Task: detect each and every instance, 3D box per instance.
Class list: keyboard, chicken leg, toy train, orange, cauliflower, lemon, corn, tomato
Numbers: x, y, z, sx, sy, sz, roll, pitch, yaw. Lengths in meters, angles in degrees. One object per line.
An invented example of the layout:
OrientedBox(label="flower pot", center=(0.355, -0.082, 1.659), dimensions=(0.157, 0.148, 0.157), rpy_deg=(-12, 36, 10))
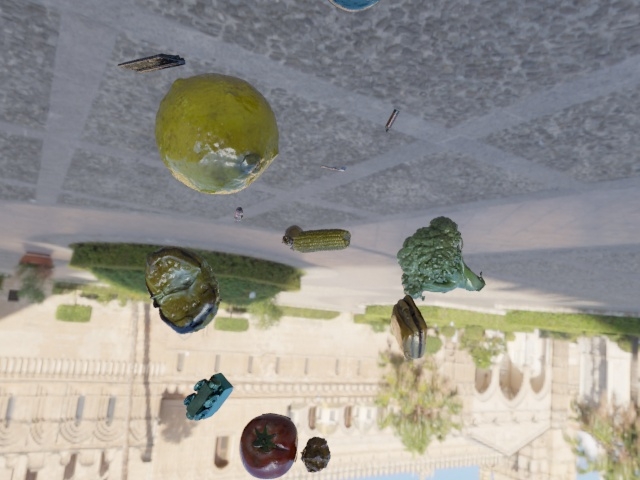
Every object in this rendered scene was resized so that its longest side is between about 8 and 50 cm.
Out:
OrientedBox(label="keyboard", center=(-0.364, -0.380, 1.038), dimensions=(0.195, 0.018, 0.060), rpy_deg=(10, -170, 42))
OrientedBox(label="chicken leg", center=(-0.129, -0.006, 2.099), dimensions=(0.085, 0.101, 0.207), rpy_deg=(33, -165, 3))
OrientedBox(label="toy train", center=(-0.430, 0.602, 1.859), dimensions=(0.107, 0.198, 0.154), rpy_deg=(42, -165, 23))
OrientedBox(label="orange", center=(-0.545, 0.193, 2.003), dimensions=(0.270, 0.369, 0.210), rpy_deg=(-30, 171, 14))
OrientedBox(label="cauliflower", center=(0.389, 0.080, 1.667), dimensions=(0.260, 0.327, 0.281), rpy_deg=(13, 149, 51))
OrientedBox(label="lemon", center=(-0.293, -0.300, 1.400), dimensions=(0.349, 0.350, 0.387), rpy_deg=(14, -152, -47))
OrientedBox(label="corn", center=(0.000, 0.000, 1.621), dimensions=(0.238, 0.080, 0.080), rpy_deg=(-7, 166, 38))
OrientedBox(label="tomato", center=(-0.185, 0.691, 1.650), dimensions=(0.224, 0.225, 0.085), rpy_deg=(3, 153, 21))

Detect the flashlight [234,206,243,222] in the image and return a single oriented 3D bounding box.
OrientedBox(label="flashlight", center=(-0.308, -0.100, 1.844), dimensions=(0.031, 0.052, 0.110), rpy_deg=(18, 161, -8))

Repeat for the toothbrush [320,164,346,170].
OrientedBox(label="toothbrush", center=(0.051, -0.312, 2.076), dimensions=(0.013, 0.019, 0.193), rpy_deg=(33, 172, -33))

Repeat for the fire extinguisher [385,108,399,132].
OrientedBox(label="fire extinguisher", center=(0.250, -0.419, 1.703), dimensions=(0.022, 0.083, 0.028), rpy_deg=(14, -155, -33))

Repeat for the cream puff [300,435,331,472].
OrientedBox(label="cream puff", center=(-0.021, 0.722, 1.632), dimensions=(0.094, 0.122, 0.116), rpy_deg=(11, 128, -29))

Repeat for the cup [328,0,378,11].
OrientedBox(label="cup", center=(0.116, -0.749, 1.320), dimensions=(0.289, 0.258, 0.219), rpy_deg=(7, 131, -14))

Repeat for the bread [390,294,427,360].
OrientedBox(label="bread", center=(0.255, 0.251, 1.422), dimensions=(0.077, 0.116, 0.200), rpy_deg=(-5, -157, -4))
